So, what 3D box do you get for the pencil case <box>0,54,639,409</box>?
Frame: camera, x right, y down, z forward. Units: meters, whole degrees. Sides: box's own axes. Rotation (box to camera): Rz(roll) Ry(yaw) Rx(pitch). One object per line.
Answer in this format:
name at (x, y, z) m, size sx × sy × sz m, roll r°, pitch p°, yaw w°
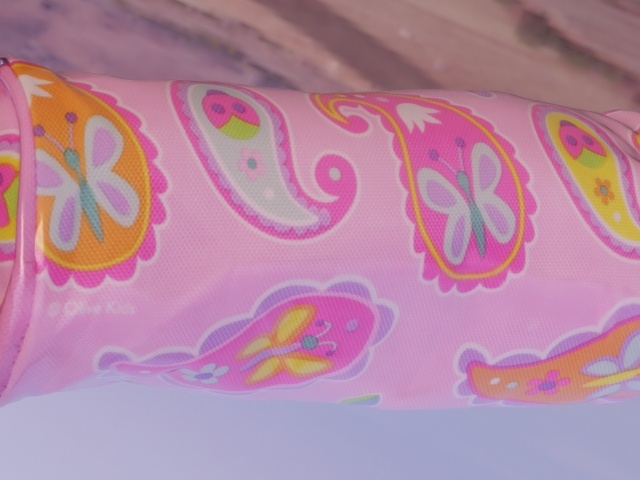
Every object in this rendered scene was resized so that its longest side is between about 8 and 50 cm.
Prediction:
pencil case at (0.000, 0.000, 0.637) m, size 0.284 × 0.124 × 0.124 m, roll 2°, pitch -169°, yaw -26°
